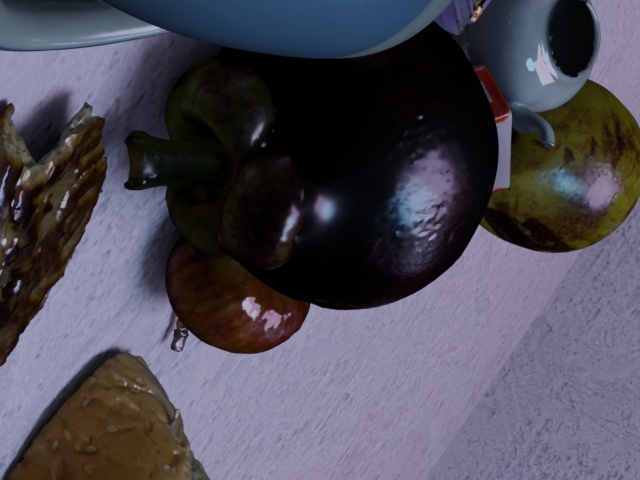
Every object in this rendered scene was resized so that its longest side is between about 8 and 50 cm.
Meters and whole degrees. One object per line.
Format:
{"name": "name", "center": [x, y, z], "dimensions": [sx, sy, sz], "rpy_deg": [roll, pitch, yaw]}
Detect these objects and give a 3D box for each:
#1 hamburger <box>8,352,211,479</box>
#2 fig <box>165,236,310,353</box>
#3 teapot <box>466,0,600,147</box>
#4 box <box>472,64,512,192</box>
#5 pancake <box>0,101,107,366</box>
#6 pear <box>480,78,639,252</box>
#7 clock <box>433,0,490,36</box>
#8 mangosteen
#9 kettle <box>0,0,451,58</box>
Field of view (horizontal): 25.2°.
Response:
{"name": "hamburger", "center": [-0.209, 0.298, 1.441], "dimensions": [0.330, 0.209, 0.162], "rpy_deg": [-61, 161, 1]}
{"name": "fig", "center": [-0.087, 0.040, 1.465], "dimensions": [0.149, 0.148, 0.202], "rpy_deg": [-16, -172, -13]}
{"name": "teapot", "center": [0.279, -0.261, 1.829], "dimensions": [0.193, 0.129, 0.294], "rpy_deg": [23, 78, -43]}
{"name": "box", "center": [0.165, -0.124, 1.813], "dimensions": [0.133, 0.099, 0.182], "rpy_deg": [-20, 150, -5]}
{"name": "pancake", "center": [-0.249, 0.003, 1.121], "dimensions": [0.257, 0.056, 0.212], "rpy_deg": [-61, 170, -16]}
{"name": "pear", "center": [0.315, -0.113, 2.012], "dimensions": [0.283, 0.283, 0.283], "rpy_deg": [-49, 159, -26]}
{"name": "clock", "center": [0.161, -0.350, 1.551], "dimensions": [0.186, 0.083, 0.253], "rpy_deg": [-54, 160, -10]}
{"name": "mangosteen", "center": [0.013, -0.074, 1.272], "dimensions": [0.297, 0.297, 0.313], "rpy_deg": [-67, 173, 24]}
{"name": "kettle", "center": [-0.097, -0.220, 0.937], "dimensions": [0.319, 0.247, 0.342], "rpy_deg": [-39, 164, 32]}
